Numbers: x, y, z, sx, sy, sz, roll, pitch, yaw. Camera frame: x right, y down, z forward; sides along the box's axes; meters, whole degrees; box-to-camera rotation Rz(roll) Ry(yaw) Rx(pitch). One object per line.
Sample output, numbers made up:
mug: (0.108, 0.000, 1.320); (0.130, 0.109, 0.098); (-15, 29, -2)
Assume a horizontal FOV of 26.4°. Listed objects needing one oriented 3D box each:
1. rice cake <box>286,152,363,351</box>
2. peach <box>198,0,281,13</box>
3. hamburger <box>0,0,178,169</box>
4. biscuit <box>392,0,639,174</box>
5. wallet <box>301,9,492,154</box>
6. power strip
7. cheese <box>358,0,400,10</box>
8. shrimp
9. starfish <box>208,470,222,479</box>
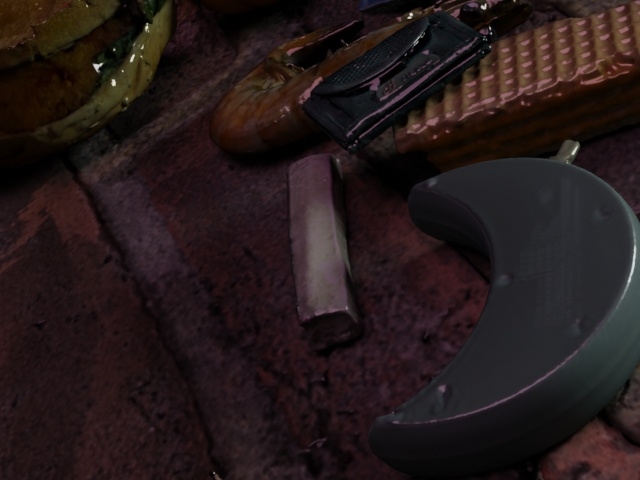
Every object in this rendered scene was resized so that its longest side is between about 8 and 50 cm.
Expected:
rice cake: (0.000, 0.000, 0.967); (0.047, 0.036, 0.207); (-14, 36, 4)
peach: (-0.070, -0.285, 1.305); (0.138, 0.138, 0.138); (-21, 35, 16)
hamburger: (-0.281, -0.162, 1.303); (0.309, 0.132, 0.211); (-6, 42, 33)
biscuit: (0.231, -0.130, 0.932); (0.378, 0.054, 0.094); (-18, 36, 20)
wallet: (0.052, -0.121, 0.987); (0.129, 0.026, 0.088); (-36, 34, -4)
power strip: (0.119, 0.027, 0.824); (0.167, 0.054, 0.253); (-11, 39, 24)
cheese: (0.111, -0.313, 1.219); (0.135, 0.052, 0.245); (-5, 56, 58)
shrimp: (0.036, -0.157, 1.126); (0.296, 0.058, 0.169); (-22, 32, 20)
starfish: (-0.040, 0.192, 0.744); (0.130, 0.041, 0.133); (-15, 75, 55)
